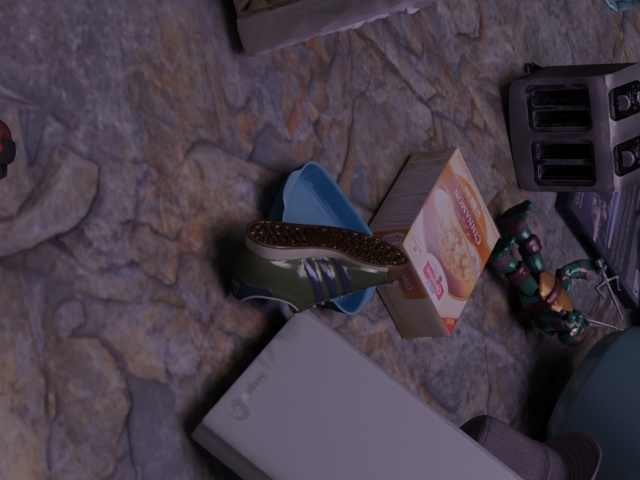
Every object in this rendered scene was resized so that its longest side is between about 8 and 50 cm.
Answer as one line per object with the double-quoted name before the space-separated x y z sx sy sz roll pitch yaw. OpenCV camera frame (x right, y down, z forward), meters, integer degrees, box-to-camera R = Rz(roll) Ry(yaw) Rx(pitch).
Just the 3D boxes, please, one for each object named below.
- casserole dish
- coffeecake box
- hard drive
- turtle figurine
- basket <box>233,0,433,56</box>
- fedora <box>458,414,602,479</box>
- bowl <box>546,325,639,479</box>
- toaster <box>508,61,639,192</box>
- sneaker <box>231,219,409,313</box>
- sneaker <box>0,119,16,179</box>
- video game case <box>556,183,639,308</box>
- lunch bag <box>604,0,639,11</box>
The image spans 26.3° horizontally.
"casserole dish" 0.000 0.000 1.471 0.188 0.037 0.114 52 45 -37
"coffeecake box" 0.131 0.002 1.627 0.142 0.068 0.185 61 41 -29
"hard drive" 0.049 0.220 1.344 0.307 0.040 0.203 38 43 4
"turtle figurine" 0.312 0.069 1.831 0.234 0.118 0.175 48 29 -17
"basket" 0.088 -0.372 1.420 0.328 0.331 0.266 -28 101 -53
"fedora" 0.174 0.294 1.532 0.124 0.244 0.275 38 85 -11
"bowl" 0.419 0.241 1.853 0.311 0.163 0.311 -44 152 -31
"toaster" 0.350 -0.157 1.885 0.110 0.186 0.168 -23 111 -51
"sneaker" -0.008 0.034 1.390 0.192 0.064 0.086 8 121 -34
"sneaker" -0.322 -0.129 0.984 0.276 0.098 0.135 27 65 -48
"video game case" 0.445 -0.049 2.117 0.274 0.026 0.196 47 49 -39
"lunch bag" 0.294 -0.386 1.289 0.262 0.160 0.223 47 44 -41
